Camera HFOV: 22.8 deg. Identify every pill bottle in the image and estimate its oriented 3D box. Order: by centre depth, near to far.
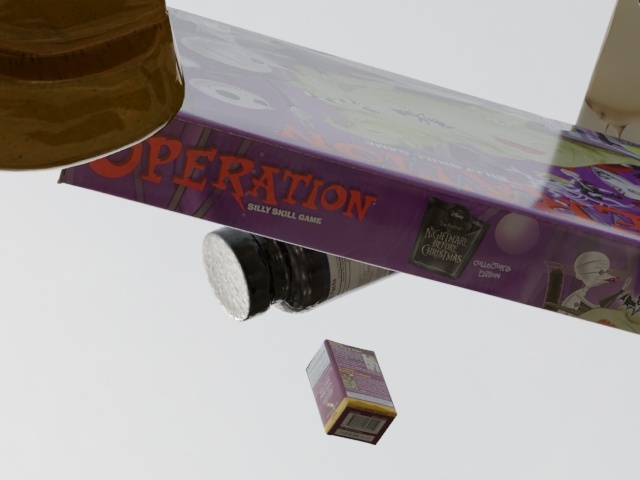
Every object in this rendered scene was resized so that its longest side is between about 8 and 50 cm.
[{"bbox_3d":[0.000,0.000,1.569,0.219,0.123,0.122,-21,-51,-26],"label":"pill bottle"}]

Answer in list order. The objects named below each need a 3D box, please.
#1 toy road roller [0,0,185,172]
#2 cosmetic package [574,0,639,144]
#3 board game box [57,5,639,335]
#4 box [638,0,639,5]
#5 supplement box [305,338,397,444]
[{"bbox_3d":[-0.168,-0.119,0.475,0.330,0.202,0.240,-23,-43,-12],"label":"toy road roller"},{"bbox_3d":[0.342,-0.208,1.361,0.160,0.113,0.309,23,-57,16],"label":"cosmetic package"},{"bbox_3d":[0.056,-0.031,0.738,0.347,0.208,0.056,15,-68,-12],"label":"board game box"},{"bbox_3d":[0.140,-0.093,0.438,0.093,0.156,0.158,-34,-29,22],"label":"box"},{"bbox_3d":[0.026,0.134,1.403,0.055,0.083,0.043,16,-57,-27],"label":"supplement box"}]
